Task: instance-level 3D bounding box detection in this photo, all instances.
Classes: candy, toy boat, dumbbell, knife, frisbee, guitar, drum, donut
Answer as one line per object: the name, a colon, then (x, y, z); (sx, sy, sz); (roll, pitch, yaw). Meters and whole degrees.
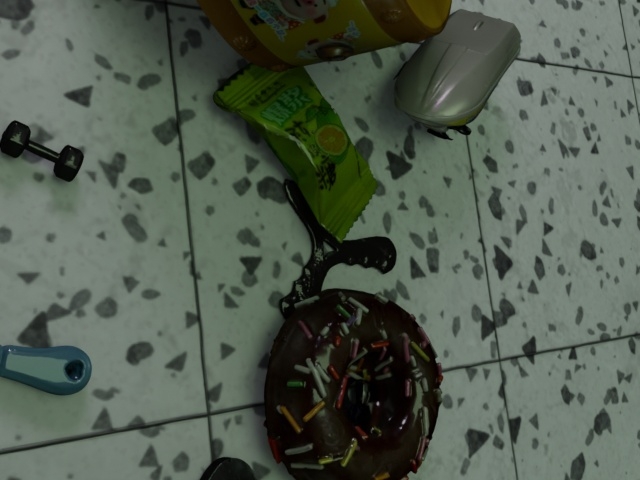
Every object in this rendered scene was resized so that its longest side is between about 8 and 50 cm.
candy: (-0.014, -0.131, 0.994); (0.246, 0.069, 0.149); (54, 51, -14)
toy boat: (0.196, -0.237, 1.141); (0.141, 0.140, 0.269); (44, 58, -20)
dumbbell: (-0.294, -0.094, 0.812); (0.083, 0.040, 0.036); (26, 34, -28)
knife: (-0.343, 0.101, 0.749); (0.244, 0.032, 0.058); (21, 71, -26)
frisbee: (0.000, 0.000, 1.017); (0.211, 0.012, 0.188); (-35, 101, -34)
guitar: (-0.054, 0.343, 0.901); (0.233, 0.025, 0.088); (42, 58, -21)
drum: (-0.001, -0.412, 0.871); (0.431, 0.214, 0.432); (-7, 90, -67)
donut: (0.047, 0.187, 0.951); (0.269, 0.103, 0.270); (8, 77, -37)
